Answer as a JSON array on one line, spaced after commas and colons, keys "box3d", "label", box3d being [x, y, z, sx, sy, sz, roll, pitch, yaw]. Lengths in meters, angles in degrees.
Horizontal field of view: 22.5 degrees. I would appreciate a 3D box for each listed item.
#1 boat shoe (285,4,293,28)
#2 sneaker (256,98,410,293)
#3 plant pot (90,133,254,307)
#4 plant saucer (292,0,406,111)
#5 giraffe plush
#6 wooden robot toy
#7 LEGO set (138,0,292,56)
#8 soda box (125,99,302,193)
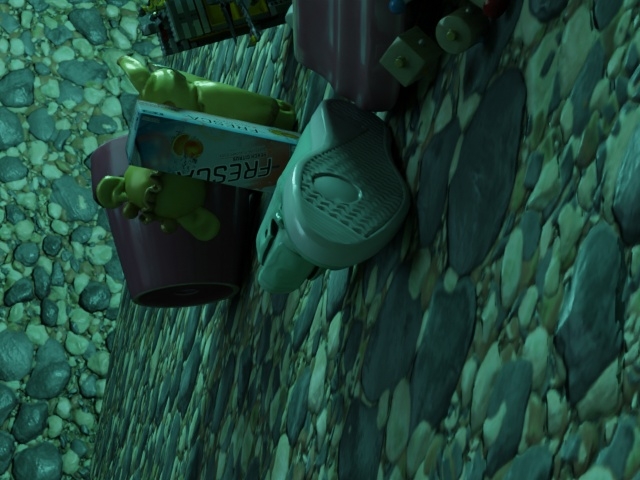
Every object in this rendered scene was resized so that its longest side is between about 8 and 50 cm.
[{"box3d": [0.016, -0.239, 1.540, 0.063, 0.066, 0.184, -66, 6, -14], "label": "boat shoe"}, {"box3d": [0.000, 0.000, 1.259, 0.256, 0.094, 0.151, -79, 12, -66], "label": "sneaker"}, {"box3d": [-0.167, -0.021, 1.901, 0.201, 0.201, 0.180, 133, 132, -68], "label": "plant pot"}, {"box3d": [0.017, -0.268, 1.283, 0.332, 0.084, 0.332, 178, 90, -89], "label": "plant saucer"}, {"box3d": [-0.146, -0.093, 1.739, 0.210, 0.181, 0.170, 10, -82, -58], "label": "giraffe plush"}, {"box3d": [0.106, -0.184, 1.096, 0.079, 0.076, 0.173, -34, -30, -52], "label": "wooden robot toy"}, {"box3d": [-0.126, -0.340, 1.822, 0.331, 0.192, 0.255, -170, 64, -72], "label": "LEGO set"}, {"box3d": [-0.104, -0.093, 1.640, 0.063, 0.183, 0.058, -119, 41, -69], "label": "soda box"}]
